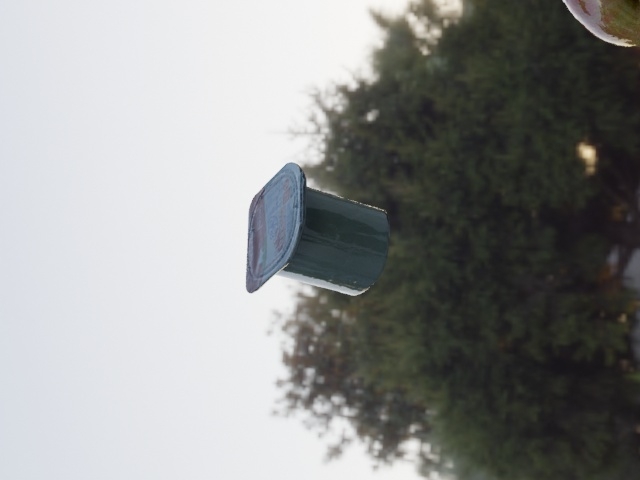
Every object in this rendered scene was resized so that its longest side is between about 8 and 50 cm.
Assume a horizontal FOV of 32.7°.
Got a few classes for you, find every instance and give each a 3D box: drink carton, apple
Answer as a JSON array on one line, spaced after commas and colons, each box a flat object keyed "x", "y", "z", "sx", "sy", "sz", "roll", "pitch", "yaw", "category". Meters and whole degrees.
[{"x": 0.000, "y": 0.000, "z": 1.755, "sx": 0.191, "sy": 0.189, "sz": 0.186, "roll": -43, "pitch": 35, "yaw": 48, "category": "drink carton"}, {"x": 0.452, "y": -0.389, "z": 1.602, "sx": 0.164, "sy": 0.209, "sz": 0.210, "roll": -85, "pitch": -11, "yaw": -63, "category": "apple"}]
